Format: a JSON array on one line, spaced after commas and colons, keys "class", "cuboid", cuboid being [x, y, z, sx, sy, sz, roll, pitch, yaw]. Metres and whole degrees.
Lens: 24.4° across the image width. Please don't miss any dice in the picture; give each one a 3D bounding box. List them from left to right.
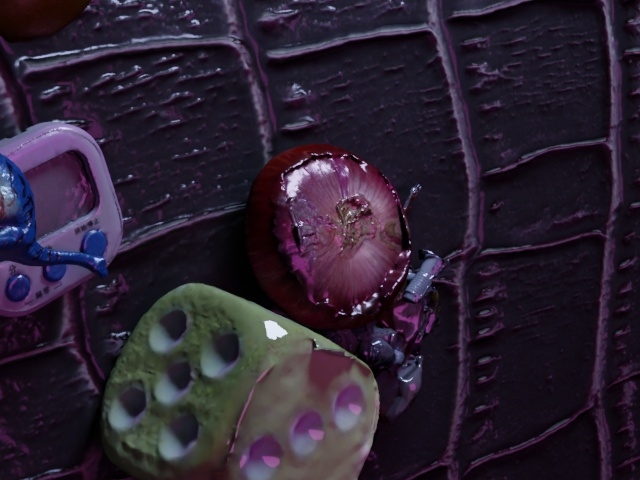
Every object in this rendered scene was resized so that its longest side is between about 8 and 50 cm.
[{"class": "dice", "cuboid": [-0.096, 0.214, 1.814, 0.252, 0.254, 0.250, 33, 79, -44]}]

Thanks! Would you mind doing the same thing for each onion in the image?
[{"class": "onion", "cuboid": [0.003, -0.001, 1.919, 0.248, 0.161, 0.248, 25, 54, -39]}]

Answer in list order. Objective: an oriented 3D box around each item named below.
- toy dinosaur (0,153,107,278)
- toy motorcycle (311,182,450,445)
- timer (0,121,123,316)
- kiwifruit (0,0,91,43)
[{"class": "toy dinosaur", "cuboid": [-0.350, -0.028, 1.561, 0.144, 0.076, 0.329, -53, 128, -26]}, {"class": "toy motorcycle", "cuboid": [0.087, 0.103, 2.046, 0.401, 0.134, 0.207, -59, 137, -15]}, {"class": "timer", "cuboid": [-0.327, -0.025, 1.669, 0.208, 0.069, 0.191, -30, 118, -32]}, {"class": "kiwifruit", "cuboid": [-0.315, -0.322, 1.529, 0.196, 0.196, 0.234, -5, 95, -42]}]
